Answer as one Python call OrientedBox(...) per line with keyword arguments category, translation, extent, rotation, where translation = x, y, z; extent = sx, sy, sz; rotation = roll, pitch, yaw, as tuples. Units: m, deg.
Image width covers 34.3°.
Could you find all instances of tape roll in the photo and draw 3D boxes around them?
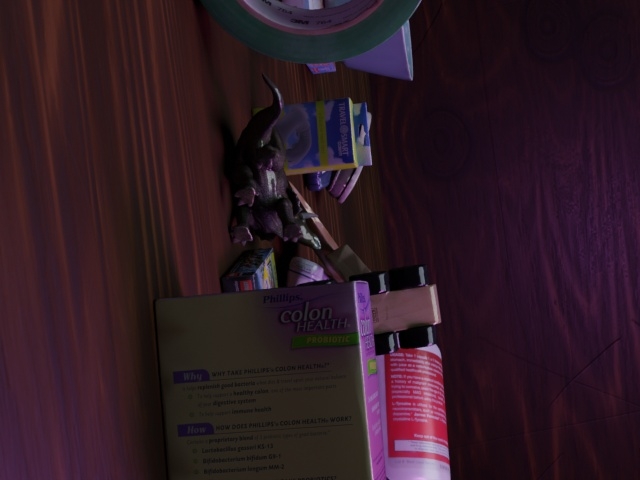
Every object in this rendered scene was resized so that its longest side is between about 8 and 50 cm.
OrientedBox(category="tape roll", translation=(-0.013, -0.386, 1.320), extent=(0.077, 0.321, 0.321), rotation=(-83, 165, -56))

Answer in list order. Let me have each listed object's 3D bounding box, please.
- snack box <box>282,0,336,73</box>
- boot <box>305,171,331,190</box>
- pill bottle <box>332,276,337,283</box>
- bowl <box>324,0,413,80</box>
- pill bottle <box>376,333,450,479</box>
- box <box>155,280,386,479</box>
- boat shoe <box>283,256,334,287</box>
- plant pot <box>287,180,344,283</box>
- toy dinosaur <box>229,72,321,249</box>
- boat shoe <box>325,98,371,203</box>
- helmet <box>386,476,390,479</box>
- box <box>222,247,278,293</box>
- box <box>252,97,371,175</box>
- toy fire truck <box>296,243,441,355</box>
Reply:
OrientedBox(category="snack box", translation=(-0.024, -0.474, 2.132), extent=(0.322, 0.060, 0.187), rotation=(32, 54, -79))
OrientedBox(category="boot", translation=(0.000, -0.163, 2.122), extent=(0.190, 0.069, 0.086), rotation=(-50, 141, -66))
OrientedBox(category="pill bottle", translation=(0.042, 0.137, 2.044), extent=(0.184, 0.103, 0.103), rotation=(-78, 160, -63))
OrientedBox(category="bowl", translation=(0.100, -0.486, 2.208), extent=(0.311, 0.163, 0.311), rotation=(-6, 90, -83))
OrientedBox(category="pill bottle", translation=(0.148, 0.334, 2.189), extent=(0.229, 0.229, 0.407), rotation=(66, 21, -64))
OrientedBox(category="box", translation=(-0.049, 0.172, 1.105), extent=(0.117, 0.214, 0.242), rotation=(13, 71, -80))
OrientedBox(category="boat shoe", translation=(-0.031, 0.078, 1.772), extent=(0.226, 0.083, 0.075), rotation=(46, 66, -76))
OrientedBox(category="plant pot", translation=(0.000, 0.000, 1.811), extent=(0.236, 0.032, 0.236), rotation=(54, 3, -4))
OrientedBox(category="toy dinosaur", translation=(-0.084, -0.092, 1.465), extent=(0.160, 0.121, 0.313), rotation=(-104, 178, -59))
OrientedBox(category="boat shoe", translation=(0.041, -0.202, 2.269), extent=(0.116, 0.097, 0.324), rotation=(-51, -163, 36))
OrientedBox(category="helmet", translation=(0.060, 0.474, 1.827), extent=(0.161, 0.169, 0.169), rotation=(6, 78, -64))
OrientedBox(category="box", translation=(-0.084, 0.141, 1.440), extent=(0.159, 0.044, 0.233), rotation=(-59, 143, -76))
OrientedBox(category="box", translation=(-0.014, -0.162, 1.632), extent=(0.042, 0.178, 0.109), rotation=(32, 53, -78))
OrientedBox(category="toy fire truck", translation=(0.038, 0.088, 1.568), extent=(0.246, 0.217, 0.158), rotation=(173, -92, -74))
